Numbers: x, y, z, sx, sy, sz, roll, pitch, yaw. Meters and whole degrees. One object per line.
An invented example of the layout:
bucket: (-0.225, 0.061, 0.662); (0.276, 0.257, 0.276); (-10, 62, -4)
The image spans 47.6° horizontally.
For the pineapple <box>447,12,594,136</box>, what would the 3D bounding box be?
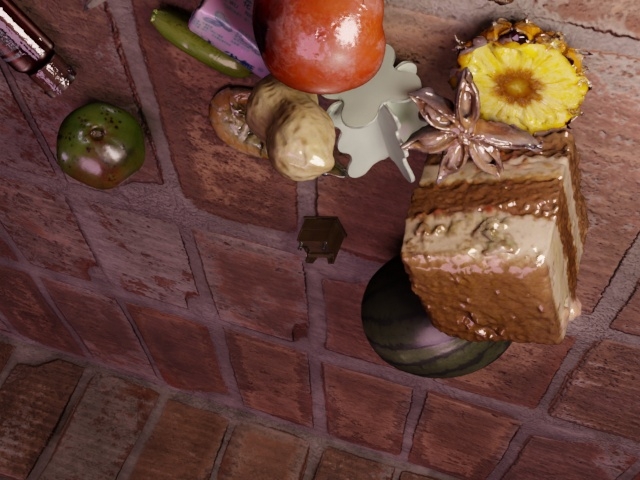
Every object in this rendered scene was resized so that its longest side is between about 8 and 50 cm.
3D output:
pineapple: (0.294, -0.244, 1.063); (0.225, 0.076, 0.224); (17, 152, 10)

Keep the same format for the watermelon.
watermelon: (0.251, 0.143, 1.493); (0.359, 0.278, 0.279); (-18, 131, 42)

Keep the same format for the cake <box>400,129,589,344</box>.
cake: (0.302, -0.006, 1.223); (0.256, 0.290, 0.282); (-2, 139, 27)

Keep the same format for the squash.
squash: (-0.198, -0.337, 1.231); (0.201, 0.066, 0.066); (28, 148, -4)

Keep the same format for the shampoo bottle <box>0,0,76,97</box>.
shampoo bottle: (-0.595, -0.405, 1.347); (0.129, 0.084, 0.323); (-4, 141, 41)

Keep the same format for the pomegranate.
pomegranate: (-0.453, -0.186, 1.522); (0.182, 0.181, 0.224); (21, 165, 1)

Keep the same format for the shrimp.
shrimp: (-0.079, -0.205, 1.375); (0.296, 0.058, 0.169); (19, 146, 10)

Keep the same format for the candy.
candy: (-0.120, -0.337, 1.156); (0.160, 0.092, 0.073); (31, 153, -19)

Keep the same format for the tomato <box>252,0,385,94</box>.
tomato: (-0.003, -0.308, 1.018); (0.185, 0.208, 0.208); (-3, 145, 5)

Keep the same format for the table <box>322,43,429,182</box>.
table: (0.099, -0.194, 1.197); (0.167, 0.166, 0.198); (8, 154, 21)

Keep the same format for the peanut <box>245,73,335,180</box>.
peanut: (-0.048, -0.172, 1.087); (0.124, 0.256, 0.123); (-6, 126, -9)

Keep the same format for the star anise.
star anise: (0.208, -0.164, 1.094); (0.208, 0.063, 0.172); (37, 130, -24)

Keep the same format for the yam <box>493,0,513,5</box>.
yam: (0.271, -0.354, 0.915); (0.141, 0.079, 0.079); (-13, 135, 42)

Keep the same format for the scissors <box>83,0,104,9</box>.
scissors: (-0.308, -0.435, 1.187); (0.300, 0.022, 0.109); (-11, 132, 43)

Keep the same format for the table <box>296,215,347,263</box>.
table: (0.000, 0.000, 1.606); (0.083, 0.082, 0.070); (2, 144, 27)
